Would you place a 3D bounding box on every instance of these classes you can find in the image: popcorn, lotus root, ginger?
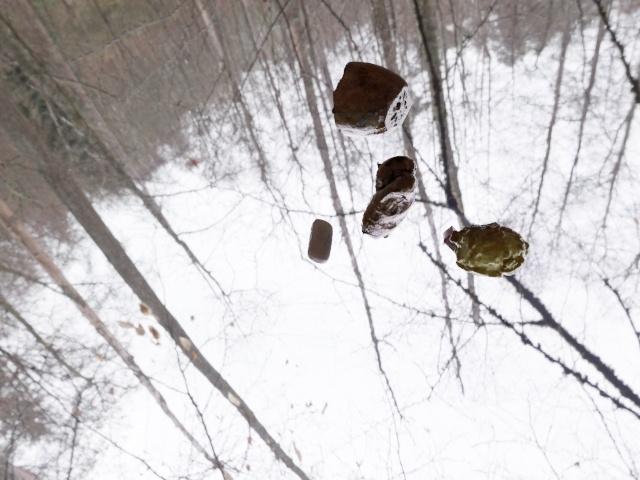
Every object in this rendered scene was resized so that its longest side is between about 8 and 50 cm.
[{"bbox_3d":[0.583,0.017,1.563,0.233,0.192,0.266,-30,-139,-32],"label":"popcorn"},{"bbox_3d":[0.217,-0.527,1.791,0.249,0.316,0.316,20,-127,31],"label":"lotus root"},{"bbox_3d":[0.286,-0.182,1.870,0.176,0.418,0.254,8,-130,-10],"label":"ginger"}]

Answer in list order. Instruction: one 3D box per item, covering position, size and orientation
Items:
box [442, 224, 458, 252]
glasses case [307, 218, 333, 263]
[{"bbox_3d":[0.578,0.018,1.859,0.060,0.156,0.111,-46,-174,25],"label":"box"},{"bbox_3d":[0.000,0.000,1.735,0.092,0.059,0.233,21,-141,-9],"label":"glasses case"}]
